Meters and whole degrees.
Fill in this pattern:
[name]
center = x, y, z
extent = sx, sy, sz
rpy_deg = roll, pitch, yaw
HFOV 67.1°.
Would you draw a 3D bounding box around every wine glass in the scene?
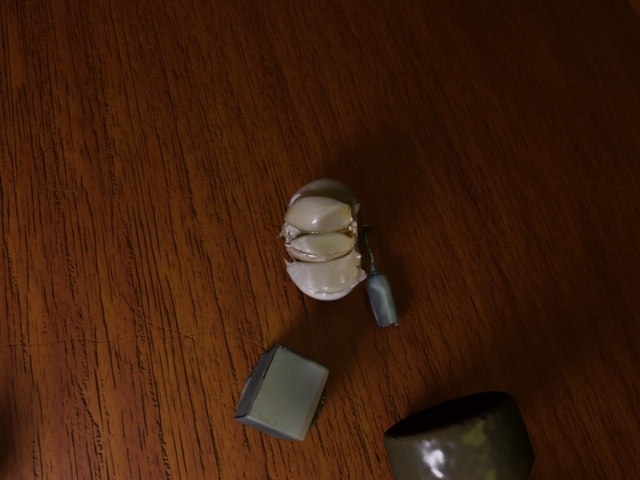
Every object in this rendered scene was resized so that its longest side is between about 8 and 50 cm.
[wine glass]
center = 0.137, 0.093, 1.193
extent = 0.074, 0.074, 0.262
rpy_deg = -7, 72, -23

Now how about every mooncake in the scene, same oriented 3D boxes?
[mooncake]
center = 0.279, 0.423, 0.980
extent = 0.285, 0.284, 0.155
rpy_deg = -13, 78, -24

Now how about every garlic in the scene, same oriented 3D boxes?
[garlic]
center = 0.001, -0.005, 1.134
extent = 0.204, 0.185, 0.280
rpy_deg = -6, 89, 5

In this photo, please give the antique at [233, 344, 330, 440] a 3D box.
[antique]
center = -0.074, 0.312, 0.975
extent = 0.148, 0.146, 0.151
rpy_deg = 28, 62, -8
